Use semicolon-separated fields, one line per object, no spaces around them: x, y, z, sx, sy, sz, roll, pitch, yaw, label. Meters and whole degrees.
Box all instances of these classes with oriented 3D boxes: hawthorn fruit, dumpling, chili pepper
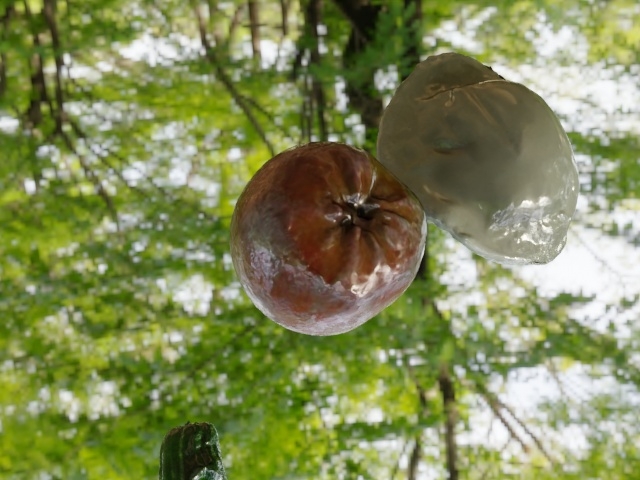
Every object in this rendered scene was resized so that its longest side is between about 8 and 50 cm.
0.000;0.000;1.001;0.172;0.173;0.173;-4;-163;1;hawthorn fruit
0.172;-0.091;1.357;0.226;0.175;0.243;-12;-147;-19;dumpling
-0.169;0.378;1.628;0.099;0.253;0.083;-8;167;-29;chili pepper
